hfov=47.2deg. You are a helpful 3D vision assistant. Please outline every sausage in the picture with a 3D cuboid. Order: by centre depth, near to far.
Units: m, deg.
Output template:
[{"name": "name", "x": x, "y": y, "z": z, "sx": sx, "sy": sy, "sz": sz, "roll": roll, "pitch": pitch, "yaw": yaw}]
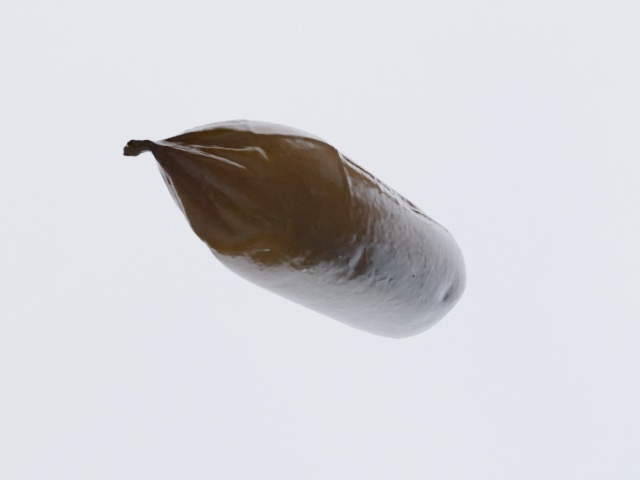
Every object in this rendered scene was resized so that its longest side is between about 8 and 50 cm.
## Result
[{"name": "sausage", "x": 0.002, "y": -0.006, "z": 0.527, "sx": 0.328, "sy": 0.112, "sz": 0.112, "roll": 29, "pitch": -87, "yaw": -49}]
